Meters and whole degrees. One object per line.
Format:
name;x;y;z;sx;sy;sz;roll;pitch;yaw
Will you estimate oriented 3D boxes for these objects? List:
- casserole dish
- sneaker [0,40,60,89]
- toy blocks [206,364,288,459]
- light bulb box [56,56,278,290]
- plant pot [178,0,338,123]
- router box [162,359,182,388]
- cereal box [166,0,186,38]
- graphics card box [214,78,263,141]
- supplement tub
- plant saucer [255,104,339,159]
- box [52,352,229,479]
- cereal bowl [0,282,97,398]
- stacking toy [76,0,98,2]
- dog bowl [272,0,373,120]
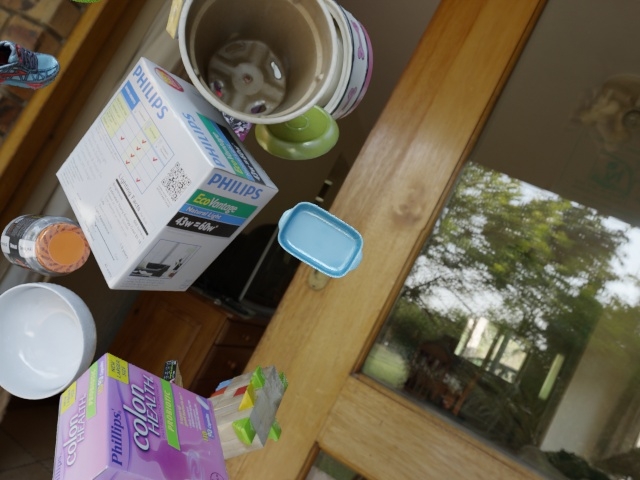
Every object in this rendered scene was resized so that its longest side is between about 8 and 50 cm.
casserole dish;0.000;0.000;1.007;0.188;0.114;0.037;31;-5;2
sneaker;-0.851;-0.495;1.344;0.125;0.261;0.104;-23;-87;41
toy blocks;-0.264;0.504;1.388;0.381;0.260;0.191;-58;126;-75
light bulb box;-0.355;-0.133;1.091;0.358;0.361;0.225;54;19;23
plant pot;-0.161;-0.420;1.143;0.333;0.334;0.305;29;-4;-15
router box;-0.428;0.419;1.391;0.038;0.092;0.122;-9;18;-10
cereal box;-0.343;-0.712;1.465;0.047;0.240;0.173;53;-40;9
graphics card box;-0.385;-0.448;1.787;0.232;0.371;0.094;26;17;-31
supplement tub;-0.891;0.014;1.563;0.315;0.194;0.193;4;-20;43
plant saucer;-0.065;-0.323;1.355;0.240;0.241;0.037;26;-34;16
box;-0.281;0.336;0.773;0.243;0.117;0.214;42;9;-37
cereal bowl;-0.815;0.288;1.436;0.338;0.339;0.141;27;5;8
stacking toy;-0.452;-0.556;0.932;0.308;0.280;0.130;28;-23;0
dog bowl;-0.002;-0.569;1.565;0.407;0.409;0.150;23;22;40
